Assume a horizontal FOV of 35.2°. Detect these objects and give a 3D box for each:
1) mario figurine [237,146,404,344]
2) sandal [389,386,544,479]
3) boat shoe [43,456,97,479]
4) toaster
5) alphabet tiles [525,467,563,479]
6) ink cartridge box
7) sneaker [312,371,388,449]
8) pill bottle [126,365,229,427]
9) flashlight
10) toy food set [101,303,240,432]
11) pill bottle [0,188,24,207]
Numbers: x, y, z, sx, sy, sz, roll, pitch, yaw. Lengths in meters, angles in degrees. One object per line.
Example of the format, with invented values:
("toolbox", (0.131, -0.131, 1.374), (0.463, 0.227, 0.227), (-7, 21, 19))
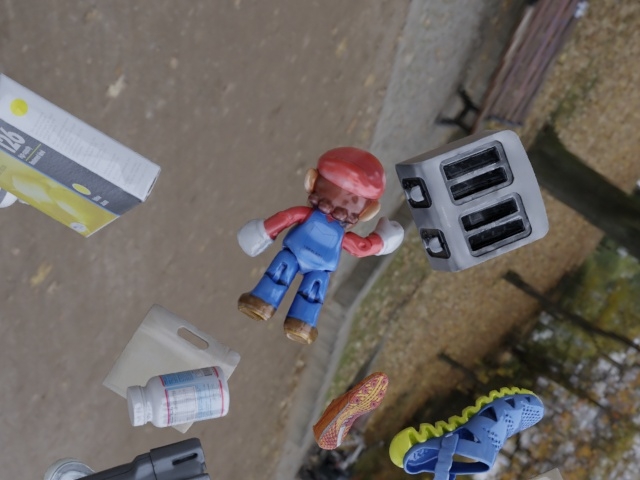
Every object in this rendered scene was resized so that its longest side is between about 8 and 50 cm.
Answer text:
("mario figurine", (0.000, 0.000, 1.587), (0.198, 0.170, 0.321), (40, 73, -39))
("sandal", (0.301, 0.397, 1.963), (0.317, 0.138, 0.126), (-25, 133, -8))
("boat shoe", (-0.470, 0.504, 2.049), (0.079, 0.081, 0.227), (-60, 148, -14))
("toaster", (0.219, -0.058, 1.413), (0.185, 0.168, 0.110), (-21, -173, -7))
("alphabet tiles", (0.209, 0.387, 0.868), (0.285, 0.343, 0.011), (-18, 161, -16))
("ink cartridge box", (-0.408, -0.125, 1.409), (0.303, 0.307, 0.072), (-18, -134, 62))
("sneaker", (0.048, 0.291, 1.789), (0.175, 0.064, 0.067), (-44, -145, 7))
("pill bottle", (-0.239, 0.264, 1.688), (0.160, 0.087, 0.087), (-7, 147, -20))
("flashlight", (-0.274, 0.317, 1.154), (0.304, 0.103, 0.103), (-15, 175, -11))
("toy food set", (-0.331, 0.283, 2.222), (0.306, 0.219, 0.092), (-52, -173, 41))
("pill bottle", (-0.721, -0.179, 2.073), (0.361, 0.204, 0.204), (9, 121, -34))
